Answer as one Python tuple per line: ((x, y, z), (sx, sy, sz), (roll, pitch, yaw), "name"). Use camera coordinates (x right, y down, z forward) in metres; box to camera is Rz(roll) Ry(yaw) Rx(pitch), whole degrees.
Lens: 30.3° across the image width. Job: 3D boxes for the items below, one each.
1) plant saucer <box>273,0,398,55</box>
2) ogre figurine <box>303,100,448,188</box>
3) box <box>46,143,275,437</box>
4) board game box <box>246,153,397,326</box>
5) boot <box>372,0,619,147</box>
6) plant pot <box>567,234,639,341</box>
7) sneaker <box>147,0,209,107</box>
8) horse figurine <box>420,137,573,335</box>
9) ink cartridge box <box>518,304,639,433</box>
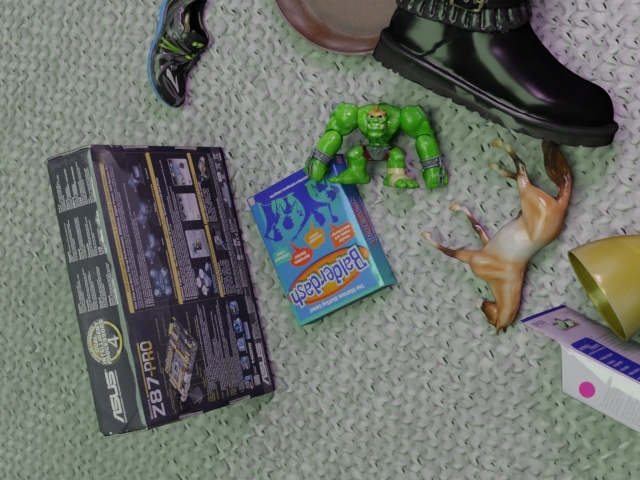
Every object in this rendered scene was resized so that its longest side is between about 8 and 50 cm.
((0.061, -0.417, 1.675), (0.311, 0.050, 0.310), (2, 95, 28), "plant saucer")
((0.078, -0.135, 1.656), (0.197, 0.097, 0.118), (6, 97, 28), "ogre figurine")
((-0.220, 0.060, 1.711), (0.097, 0.318, 0.394), (-14, 87, 29), "box")
((0.000, 0.000, 1.737), (0.160, 0.047, 0.210), (-28, 80, 27), "board game box")
((0.249, -0.285, 1.474), (0.348, 0.131, 0.260), (25, 117, 7), "boot")
((0.388, 0.046, 1.489), (0.095, 0.134, 0.134), (-31, 77, 2), "plant pot")
((-0.216, -0.299, 1.827), (0.078, 0.067, 0.188), (14, 97, 34), "sneaker")
((0.255, -0.021, 1.584), (0.174, 0.066, 0.263), (49, 116, 24), "horse figurine")
((0.422, 0.193, 1.439), (0.371, 0.176, 0.069), (30, 108, 24), "ink cartridge box")
